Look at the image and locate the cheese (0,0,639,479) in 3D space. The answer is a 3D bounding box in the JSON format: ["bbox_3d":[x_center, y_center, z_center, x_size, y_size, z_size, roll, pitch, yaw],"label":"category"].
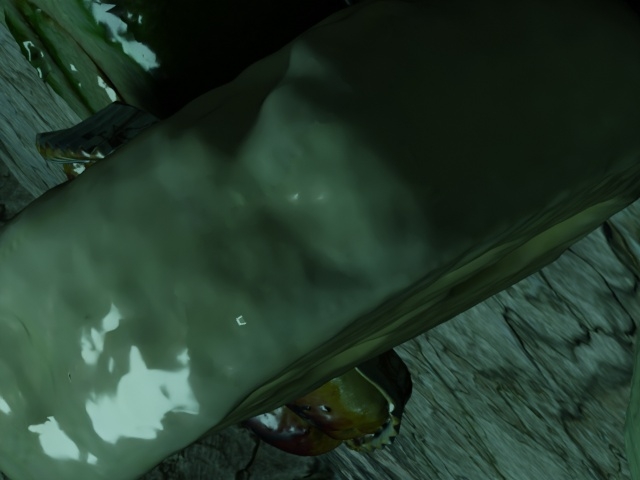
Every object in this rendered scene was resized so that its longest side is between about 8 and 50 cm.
[{"bbox_3d":[0.000,0.000,0.787,0.115,0.318,0.326,59,-175,9],"label":"cheese"}]

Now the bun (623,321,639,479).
[{"bbox_3d":[0.216,0.119,0.722,0.283,0.179,0.283,44,172,8],"label":"bun"}]

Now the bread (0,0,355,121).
[{"bbox_3d":[-0.071,-0.105,1.136,0.382,0.129,0.366,33,162,46],"label":"bread"}]

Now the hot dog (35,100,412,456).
[{"bbox_3d":[-0.053,0.029,1.036,0.270,0.082,0.162,48,165,-22],"label":"hot dog"}]
